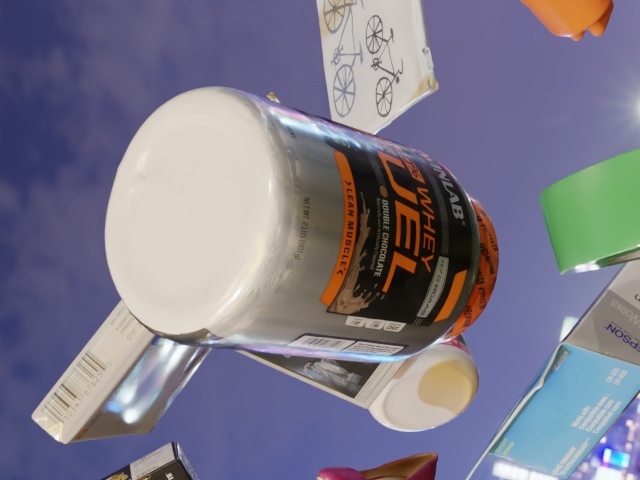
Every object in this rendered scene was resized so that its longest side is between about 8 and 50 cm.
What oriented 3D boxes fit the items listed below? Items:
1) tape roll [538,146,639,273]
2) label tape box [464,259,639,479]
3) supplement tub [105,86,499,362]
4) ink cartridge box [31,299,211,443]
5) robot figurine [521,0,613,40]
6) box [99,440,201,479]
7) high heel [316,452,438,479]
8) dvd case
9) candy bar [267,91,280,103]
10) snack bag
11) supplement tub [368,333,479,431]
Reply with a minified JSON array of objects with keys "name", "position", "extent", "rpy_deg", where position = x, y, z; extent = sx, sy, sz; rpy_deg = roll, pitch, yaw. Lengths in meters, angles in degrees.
[{"name":"tape roll","position":[0.354,-0.047,0.987],"extent":[0.321,0.321,0.077],"rpy_deg":[10,-115,-73]},{"name":"label tape box","position":[0.335,0.165,1.394],"extent":[0.348,0.115,0.249],"rpy_deg":[-43,-18,-40]},{"name":"supplement tub","position":[0.000,0.000,1.002],"extent":[0.338,0.207,0.207],"rpy_deg":[11,-89,-49]},{"name":"ink cartridge box","position":[-0.200,0.119,1.467],"extent":[0.303,0.072,0.307],"rpy_deg":[-54,-9,-1]},{"name":"robot figurine","position":[0.378,-0.412,1.811],"extent":[0.128,0.158,0.219],"rpy_deg":[-45,-57,11]},{"name":"box","position":[-0.286,0.506,1.796],"extent":[0.295,0.293,0.073],"rpy_deg":[63,179,-20]},{"name":"high heel","position":[0.089,0.337,1.668],"extent":[0.244,0.082,0.117],"rpy_deg":[33,-96,-44]},{"name":"dvd case","position":[0.008,0.138,1.670],"extent":[0.179,0.239,0.029],"rpy_deg":[-57,15,34]},{"name":"candy bar","position":[-0.062,-0.200,2.128],"extent":[0.040,0.018,0.161],"rpy_deg":[-59,-52,-74]},{"name":"snack bag","position":[0.088,-0.335,1.872],"extent":[0.342,0.037,0.323],"rpy_deg":[147,120,-61]},{"name":"supplement tub","position":[0.144,0.168,1.941],"extent":[0.272,0.191,0.191],"rpy_deg":[-107,10,-47]}]
